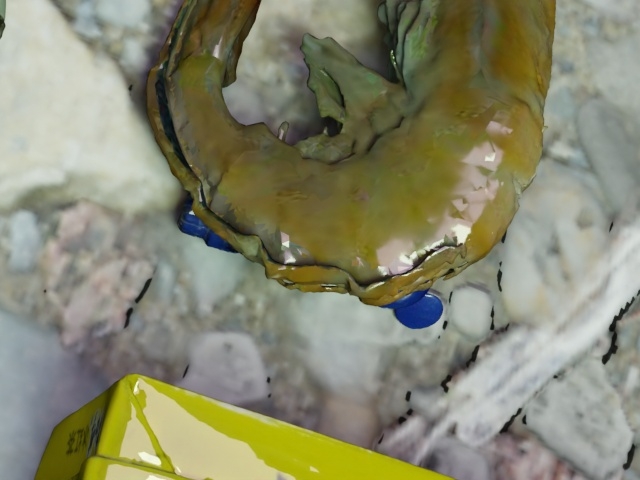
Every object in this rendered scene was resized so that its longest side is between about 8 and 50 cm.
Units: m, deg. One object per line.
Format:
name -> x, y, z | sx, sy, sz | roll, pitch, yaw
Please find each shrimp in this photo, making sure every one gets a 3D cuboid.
shrimp -> 0.014, -0.087, 0.746 | 0.173, 0.058, 0.253 | 0, 62, 1

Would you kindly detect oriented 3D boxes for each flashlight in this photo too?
flashlight -> 0.000, 0.000, 0.744 | 0.121, 0.057, 0.035 | 16, 36, -7

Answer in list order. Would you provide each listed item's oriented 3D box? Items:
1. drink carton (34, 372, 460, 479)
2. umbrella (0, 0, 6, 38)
drink carton -> 0.061, 0.158, 0.663 | 0.351, 0.154, 0.111 | 20, 73, -13
umbrella -> -0.155, -0.110, 0.706 | 0.067, 0.062, 0.143 | 9, 72, 14
